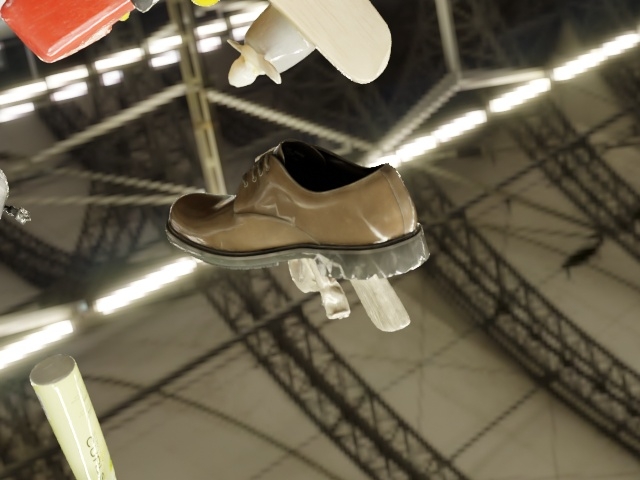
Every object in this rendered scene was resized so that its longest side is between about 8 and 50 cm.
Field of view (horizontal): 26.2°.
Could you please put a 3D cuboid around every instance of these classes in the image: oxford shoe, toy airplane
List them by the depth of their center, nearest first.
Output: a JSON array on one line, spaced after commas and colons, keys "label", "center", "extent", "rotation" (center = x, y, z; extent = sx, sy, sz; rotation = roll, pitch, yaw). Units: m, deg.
[{"label": "oxford shoe", "center": [-0.026, -0.031, 0.994], "extent": [0.227, 0.096, 0.083], "rotation": [0, -157, 37]}, {"label": "toy airplane", "center": [-0.126, -0.338, 1.343], "extent": [0.385, 0.386, 0.272], "rotation": [0, 165, -22]}]

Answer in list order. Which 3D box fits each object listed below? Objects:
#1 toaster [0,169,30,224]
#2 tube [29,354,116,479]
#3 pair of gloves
[{"label": "toaster", "center": [-0.429, -0.056, 1.422], "extent": [0.227, 0.129, 0.146], "rotation": [14, 165, 12]}, {"label": "tube", "center": [-0.310, 0.257, 1.795], "extent": [0.070, 0.240, 0.062], "rotation": [-36, -142, -30]}, {"label": "pair of gloves", "center": [0.000, 0.000, 1.467], "extent": [0.042, 0.204, 0.240], "rotation": [-26, -167, -17]}]
